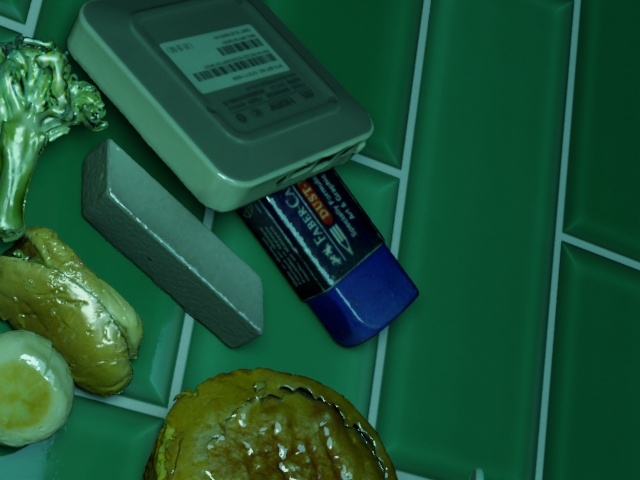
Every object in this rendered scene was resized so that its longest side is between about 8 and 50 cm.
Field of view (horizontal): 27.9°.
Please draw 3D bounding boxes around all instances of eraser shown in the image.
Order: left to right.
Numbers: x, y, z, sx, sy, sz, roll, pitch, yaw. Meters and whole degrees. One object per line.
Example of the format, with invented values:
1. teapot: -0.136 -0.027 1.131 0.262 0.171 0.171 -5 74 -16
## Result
1. eraser: -0.215 0.008 1.864 0.352 0.111 0.077 44 56 -12
2. eraser: 0.000 0.000 1.998 0.155 0.101 0.332 -40 96 -33

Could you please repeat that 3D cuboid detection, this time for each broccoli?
1. broccoli: -0.391 -0.143 1.768 0.198 0.177 0.275 -12 83 -28

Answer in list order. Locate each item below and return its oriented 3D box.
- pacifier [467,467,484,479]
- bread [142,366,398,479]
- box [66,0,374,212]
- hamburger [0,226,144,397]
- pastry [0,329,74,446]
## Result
1. pacifier: 0.145 0.482 1.876 0.269 0.288 0.343 13 62 1
2. bread: -0.070 0.356 1.768 0.358 0.204 0.337 20 56 -16
3. box: -0.136 -0.232 1.894 0.373 0.090 0.367 47 40 13
4. hamburger: -0.342 0.096 1.752 0.262 0.131 0.124 44 58 -6
5. pastry: -0.399 0.197 1.688 0.156 0.092 0.156 0 93 -5
